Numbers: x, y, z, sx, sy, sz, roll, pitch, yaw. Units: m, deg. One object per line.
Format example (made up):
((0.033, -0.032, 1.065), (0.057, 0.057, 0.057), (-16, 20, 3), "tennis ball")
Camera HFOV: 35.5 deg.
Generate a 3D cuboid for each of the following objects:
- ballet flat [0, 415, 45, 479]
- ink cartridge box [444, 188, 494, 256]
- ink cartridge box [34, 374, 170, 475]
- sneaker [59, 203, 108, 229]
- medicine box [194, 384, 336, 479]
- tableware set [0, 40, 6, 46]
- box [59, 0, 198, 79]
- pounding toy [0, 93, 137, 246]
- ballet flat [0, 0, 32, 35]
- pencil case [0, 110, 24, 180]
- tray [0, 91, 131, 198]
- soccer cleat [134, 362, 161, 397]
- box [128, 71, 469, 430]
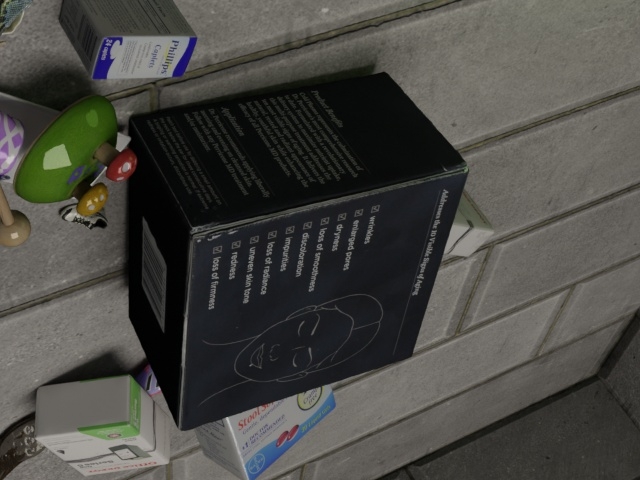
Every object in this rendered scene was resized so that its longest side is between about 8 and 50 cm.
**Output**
((-0.649, 0.445, 2.091), (0.084, 0.058, 0.250), (40, 101, -23), "ballet flat")
((0.239, -0.057, 2.083), (0.219, 0.160, 0.092), (9, 132, -49), "ink cartridge box")
((-0.444, 0.388, 2.074), (0.198, 0.114, 0.273), (-9, 150, 6), "ink cartridge box")
((-0.385, -0.036, 1.639), (0.083, 0.037, 0.032), (0, 138, -42), "sneaker")
((-0.131, 0.284, 2.008), (0.263, 0.149, 0.289), (-37, 130, -31), "medicine box")
((-0.446, -0.264, 1.256), (0.104, 0.024, 0.154), (-10, 143, -35), "tableware set")
((-0.254, -0.277, 1.317), (0.137, 0.126, 0.072), (-8, 141, -36), "box")
((-0.339, -0.083, 1.381), (0.237, 0.110, 0.183), (-48, 174, -30), "pounding toy")
((-0.410, -0.252, 1.225), (0.188, 0.070, 0.070), (-44, 149, 23), "ballet flat")
((-0.485, -0.152, 1.290), (0.206, 0.088, 0.086), (24, 82, -41), "pencil case")
((-0.419, -0.142, 1.458), (0.145, 0.030, 0.270), (-46, 148, 20), "tray")
((-0.307, 0.244, 2.109), (0.248, 0.083, 0.095), (-30, 120, 6), "soccer cleat")
((-0.061, 0.016, 1.703), (0.472, 0.297, 0.480), (-13, 138, -23), "box")
